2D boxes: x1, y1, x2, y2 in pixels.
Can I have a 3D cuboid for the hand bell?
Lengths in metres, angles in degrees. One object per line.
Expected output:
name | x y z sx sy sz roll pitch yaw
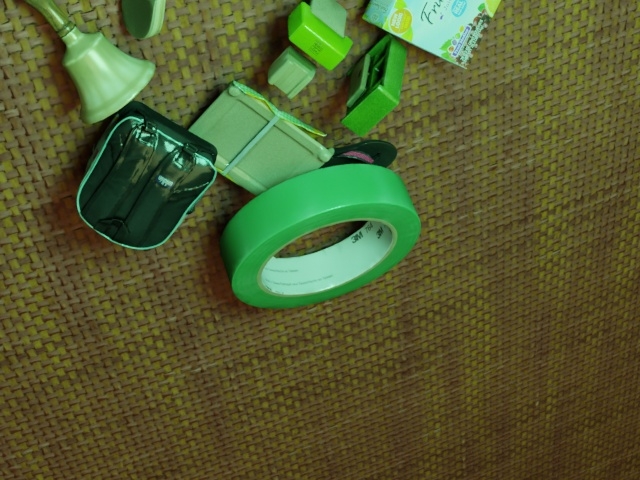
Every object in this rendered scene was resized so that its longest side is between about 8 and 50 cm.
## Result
hand bell | -0.340 -0.282 1.279 0.126 0.126 0.242 -36 119 4

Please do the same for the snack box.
snack box | 0.183 -0.381 1.435 0.174 0.070 0.207 18 104 -34

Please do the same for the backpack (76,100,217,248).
backpack | -0.255 -0.089 1.413 0.166 0.144 0.188 29 105 -19

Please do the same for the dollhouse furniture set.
dollhouse furniture set | -0.044 -0.215 1.481 0.197 0.151 0.301 35 127 -21

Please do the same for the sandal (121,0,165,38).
sandal | -0.200 -0.381 1.285 0.079 0.088 0.240 -31 150 -46

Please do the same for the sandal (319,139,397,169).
sandal | 0.045 -0.125 1.609 0.179 0.040 0.067 -8 128 -21

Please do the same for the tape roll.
tape roll | 0.000 0.000 1.583 0.321 0.077 0.321 -16 154 -8
